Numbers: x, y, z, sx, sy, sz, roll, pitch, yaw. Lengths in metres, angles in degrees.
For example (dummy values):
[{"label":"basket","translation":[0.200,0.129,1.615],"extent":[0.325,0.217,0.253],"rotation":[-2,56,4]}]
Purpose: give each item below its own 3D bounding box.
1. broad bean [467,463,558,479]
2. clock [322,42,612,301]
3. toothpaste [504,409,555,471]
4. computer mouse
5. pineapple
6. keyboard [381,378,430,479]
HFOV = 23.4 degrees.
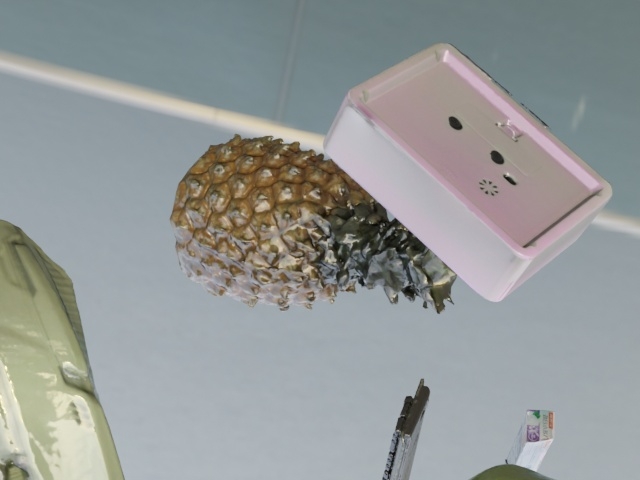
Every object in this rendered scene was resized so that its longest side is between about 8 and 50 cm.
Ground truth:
[{"label":"broad bean","translation":[0.184,0.228,1.133],"extent":[0.169,0.100,0.228],"rotation":[8,152,26]},{"label":"clock","translation":[0.119,-0.059,1.247],"extent":[0.197,0.150,0.063],"rotation":[43,134,14]},{"label":"toothpaste","translation":[0.271,0.275,2.016],"extent":[0.040,0.047,0.196],"rotation":[4,153,0]},{"label":"computer mouse","translation":[-0.346,0.164,1.628],"extent":[0.228,0.429,0.145],"rotation":[-18,169,-7]},{"label":"pineapple","translation":[0.000,0.000,1.706],"extent":[0.362,0.202,0.202],"rotation":[19,173,46]},{"label":"keyboard","translation":[0.081,0.245,1.636],"extent":[0.025,0.094,0.230],"rotation":[18,136,9]}]
